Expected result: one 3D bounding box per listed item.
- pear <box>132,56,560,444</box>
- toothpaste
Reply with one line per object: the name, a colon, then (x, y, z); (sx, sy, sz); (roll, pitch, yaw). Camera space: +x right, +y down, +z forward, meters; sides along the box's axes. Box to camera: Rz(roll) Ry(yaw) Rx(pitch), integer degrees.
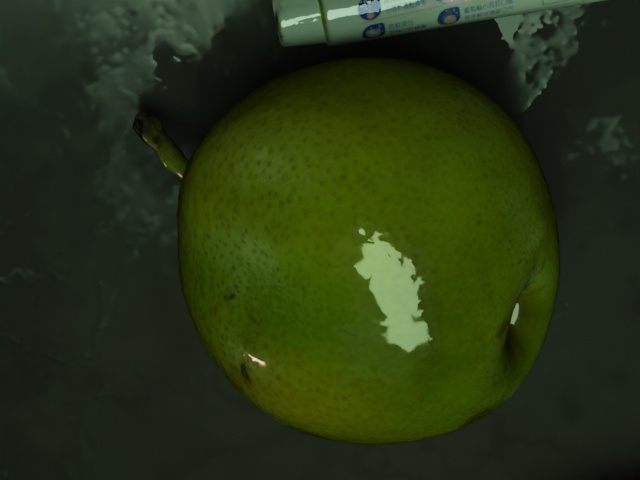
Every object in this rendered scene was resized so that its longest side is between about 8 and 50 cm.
pear: (0.000, 0.000, 0.887); (0.216, 0.166, 0.180); (18, 129, 20)
toothpaste: (0.087, -0.120, 0.893); (0.218, 0.033, 0.052); (-11, 119, 2)
